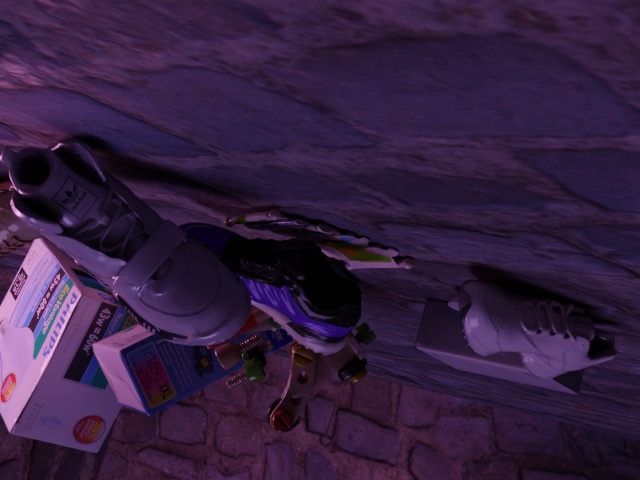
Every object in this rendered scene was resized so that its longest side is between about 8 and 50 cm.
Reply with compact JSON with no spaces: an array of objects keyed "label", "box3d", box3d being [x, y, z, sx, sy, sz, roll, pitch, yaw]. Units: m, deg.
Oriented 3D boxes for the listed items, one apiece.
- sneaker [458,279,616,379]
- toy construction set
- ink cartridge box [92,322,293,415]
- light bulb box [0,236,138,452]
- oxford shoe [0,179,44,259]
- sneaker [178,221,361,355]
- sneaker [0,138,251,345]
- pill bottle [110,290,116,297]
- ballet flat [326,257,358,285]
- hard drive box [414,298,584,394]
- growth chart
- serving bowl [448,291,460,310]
[{"label":"sneaker","box3d":[0.301,0.113,1.299,0.129,0.111,0.297,-17,152,42]},{"label":"toy construction set","box3d":[-0.042,0.164,1.590,0.237,0.257,0.309,-29,159,2]},{"label":"ink cartridge box","box3d":[-0.242,0.199,1.942,0.395,0.151,0.270,-27,-172,-24]},{"label":"light bulb box","box3d":[-0.591,0.235,2.175,0.225,0.358,0.361,24,-174,-37]},{"label":"oxford shoe","box3d":[-0.524,-0.024,1.606,0.397,0.146,0.140,8,165,35]},{"label":"sneaker","box3d":[-0.067,0.034,1.299,0.293,0.102,0.146,28,142,-1]},{"label":"sneaker","box3d":[-0.260,-0.002,1.196,0.366,0.137,0.210,32,169,27]},{"label":"pill bottle","box3d":[-0.370,0.086,1.991,0.117,0.117,0.215,25,165,-39]},{"label":"ballet flat","box3d":[0.004,0.073,1.523,0.073,0.080,0.232,24,171,20]},{"label":"hard drive box","box3d":[0.305,0.179,1.570,0.232,0.089,0.181,8,166,35]},{"label":"growth chart","box3d":[0.000,0.000,1.317,0.237,0.021,0.172,21,167,-24]},{"label":"serving bowl","box3d":[0.237,0.095,1.417,0.083,0.027,0.083,15,168,3]}]
